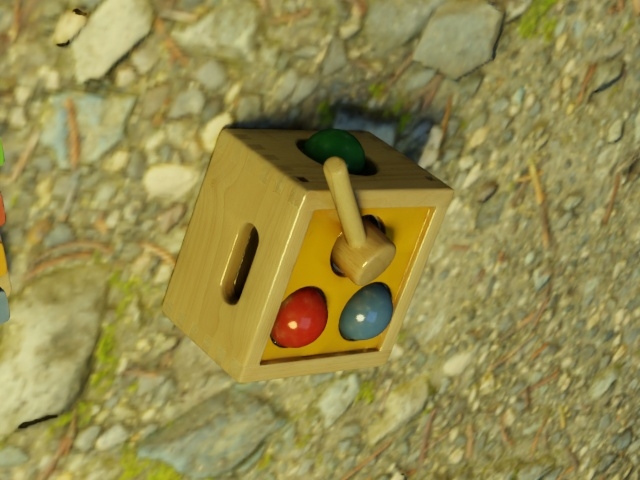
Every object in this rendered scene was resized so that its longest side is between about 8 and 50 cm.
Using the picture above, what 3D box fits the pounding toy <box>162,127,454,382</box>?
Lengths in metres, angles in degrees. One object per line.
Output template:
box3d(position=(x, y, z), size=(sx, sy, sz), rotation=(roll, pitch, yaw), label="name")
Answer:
box3d(position=(0.000, 0.000, 0.842), size=(0.130, 0.100, 0.141), rotation=(-3, 121, -45), label="pounding toy")

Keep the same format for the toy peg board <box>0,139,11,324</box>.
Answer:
box3d(position=(-0.196, 0.012, 0.672), size=(0.161, 0.079, 0.160), rotation=(-28, 136, -27), label="toy peg board")
